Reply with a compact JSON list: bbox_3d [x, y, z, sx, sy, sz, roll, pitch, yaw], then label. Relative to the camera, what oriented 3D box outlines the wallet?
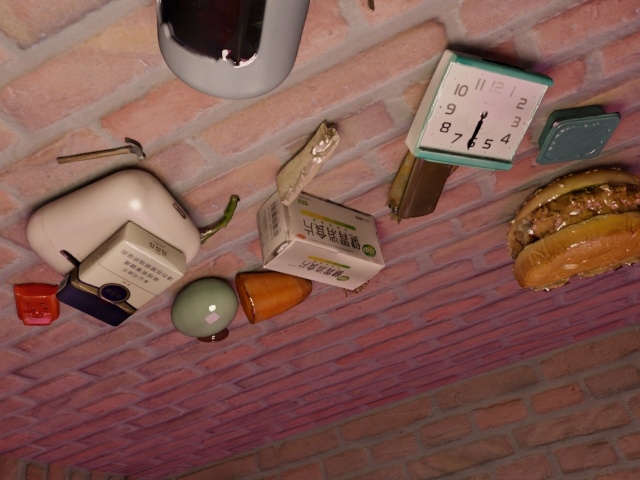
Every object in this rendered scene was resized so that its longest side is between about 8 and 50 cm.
[{"bbox_3d":[0.257,-0.138,1.347,0.110,0.031,0.198,-10,138,-22],"label":"wallet"}]

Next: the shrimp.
[{"bbox_3d":[0.269,-0.162,1.404,0.168,0.077,0.317,4,136,-24],"label":"shrimp"}]

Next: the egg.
[{"bbox_3d":[-0.350,0.204,1.649,0.230,0.168,0.168,-26,144,28],"label":"egg"}]

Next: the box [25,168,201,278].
[{"bbox_3d":[-0.483,-0.008,1.300,0.348,0.141,0.289,-21,134,12],"label":"box"}]

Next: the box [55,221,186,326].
[{"bbox_3d":[-0.452,0.085,1.245,0.259,0.071,0.168,-36,129,22],"label":"box"}]

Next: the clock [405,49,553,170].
[{"bbox_3d":[0.335,-0.285,1.202,0.262,0.116,0.231,3,124,-24],"label":"clock"}]

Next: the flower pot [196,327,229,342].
[{"bbox_3d":[-0.360,0.274,1.816,0.111,0.089,0.111,-9,145,-6],"label":"flower pot"}]

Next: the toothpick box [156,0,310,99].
[{"bbox_3d":[-0.124,-0.382,0.836,0.262,0.263,0.355,-1,145,-17],"label":"toothpick box"}]

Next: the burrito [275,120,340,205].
[{"bbox_3d":[-0.028,-0.184,1.276,0.060,0.087,0.226,8,138,-42],"label":"burrito"}]

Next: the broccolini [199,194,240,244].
[{"bbox_3d":[-0.321,-0.045,1.415,0.271,0.062,0.123,-38,144,21],"label":"broccolini"}]

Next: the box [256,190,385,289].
[{"bbox_3d":[-0.002,-0.001,1.460,0.332,0.173,0.145,17,135,-36],"label":"box"}]

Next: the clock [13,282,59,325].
[{"bbox_3d":[-0.810,0.183,1.567,0.113,0.061,0.155,3,141,-21],"label":"clock"}]

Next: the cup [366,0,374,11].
[{"bbox_3d":[0.102,-0.451,0.911,0.102,0.099,0.074,-30,142,23],"label":"cup"}]

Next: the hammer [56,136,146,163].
[{"bbox_3d":[-0.475,-0.186,1.180,0.181,0.017,0.062,-9,145,-4],"label":"hammer"}]

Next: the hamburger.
[{"bbox_3d":[0.728,-0.061,1.527,0.445,0.269,0.287,-20,147,18],"label":"hamburger"}]

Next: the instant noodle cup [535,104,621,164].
[{"bbox_3d":[0.632,-0.269,1.373,0.179,0.070,0.157,-9,147,-6],"label":"instant noodle cup"}]

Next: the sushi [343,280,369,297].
[{"bbox_3d":[0.117,0.146,1.820,0.120,0.055,0.052,-32,148,29],"label":"sushi"}]

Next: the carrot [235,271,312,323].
[{"bbox_3d":[-0.134,0.154,1.686,0.224,0.159,0.159,-15,147,-15],"label":"carrot"}]
